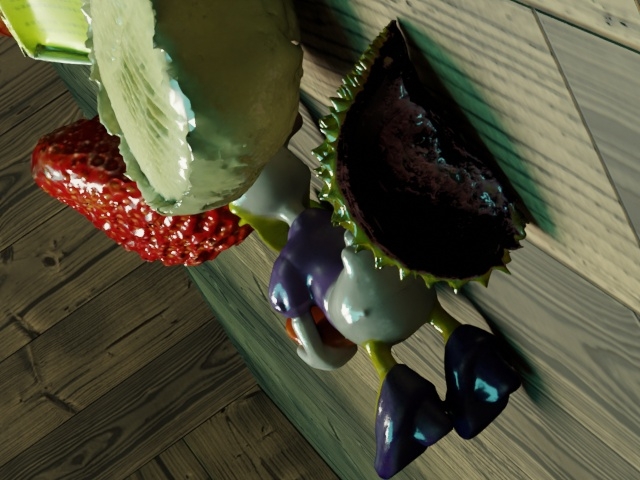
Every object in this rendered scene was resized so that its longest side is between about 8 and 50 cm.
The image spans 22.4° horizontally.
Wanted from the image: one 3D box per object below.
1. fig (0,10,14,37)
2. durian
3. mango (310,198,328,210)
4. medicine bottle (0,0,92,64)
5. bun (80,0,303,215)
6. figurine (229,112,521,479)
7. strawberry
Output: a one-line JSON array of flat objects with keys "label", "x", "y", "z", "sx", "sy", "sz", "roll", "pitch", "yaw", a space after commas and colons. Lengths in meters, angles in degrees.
[{"label": "fig", "x": -0.360, "y": -0.340, "z": 2.051, "sx": 0.205, "sy": 0.205, "sz": 0.205, "roll": 53, "pitch": 171, "yaw": 12}, {"label": "durian", "x": 0.050, "y": -0.039, "z": 1.128, "sx": 0.187, "sy": 0.119, "sz": 0.108, "roll": 54, "pitch": 168, "yaw": -5}, {"label": "mango", "x": 0.000, "y": 0.000, "z": 1.760, "sx": 0.108, "sy": 0.056, "sz": 0.073, "roll": 50, "pitch": 176, "yaw": 16}, {"label": "medicine bottle", "x": -0.224, "y": -0.288, "z": 1.432, "sx": 0.141, "sy": 0.137, "sz": 0.250, "roll": 7, "pitch": 142, "yaw": 27}, {"label": "bun", "x": -0.097, "y": -0.153, "z": 1.319, "sx": 0.259, "sy": 0.152, "sz": 0.259, "roll": 54, "pitch": 154, "yaw": 41}, {"label": "figurine", "x": 0.009, "y": 0.022, "z": 1.483, "sx": 0.421, "sy": 0.154, "sz": 0.193, "roll": 47, "pitch": 164, "yaw": 34}, {"label": "strawberry", "x": -0.201, "y": -0.072, "z": 1.988, "sx": 0.261, "sy": 0.257, "sz": 0.261, "roll": 47, "pitch": 161, "yaw": 21}]
